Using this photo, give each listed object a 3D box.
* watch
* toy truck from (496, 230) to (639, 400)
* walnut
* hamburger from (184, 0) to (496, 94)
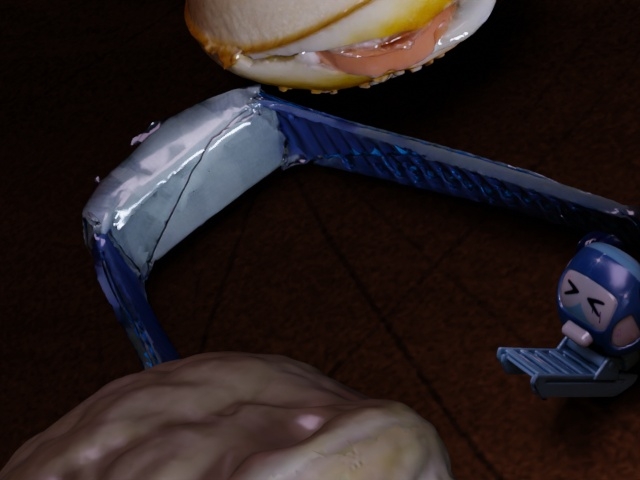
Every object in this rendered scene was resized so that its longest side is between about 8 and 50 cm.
[{"bbox_3d":[0.007,-0.009,0.923,0.276,0.068,0.274,-32,41,-5],"label":"watch"},{"bbox_3d":[0.132,0.047,0.795,0.090,0.073,0.056,-40,43,-14],"label":"toy truck"},{"bbox_3d":[-0.030,0.165,0.660,0.248,0.248,0.248,-15,44,15],"label":"walnut"},{"bbox_3d":[0.013,-0.184,1.033,0.237,0.147,0.237,-20,29,12],"label":"hamburger"}]
